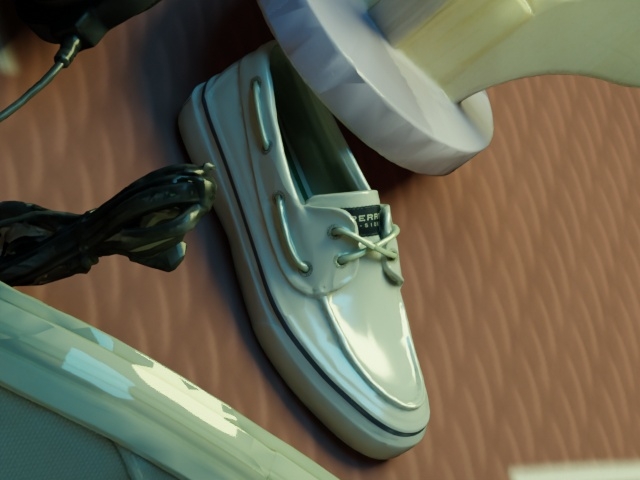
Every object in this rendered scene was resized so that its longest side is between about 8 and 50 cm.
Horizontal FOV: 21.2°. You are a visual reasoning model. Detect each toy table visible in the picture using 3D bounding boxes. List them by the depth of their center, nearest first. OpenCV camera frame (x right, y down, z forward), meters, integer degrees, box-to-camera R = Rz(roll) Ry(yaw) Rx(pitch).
[{"bbox_3d":[0.085,-0.151,0.980,0.252,0.161,0.274,50,18,-9],"label":"toy table"}]

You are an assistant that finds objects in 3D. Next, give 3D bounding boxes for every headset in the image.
[{"bbox_3d":[-0.125,-0.174,0.787,0.243,0.185,0.394,15,68,-51],"label":"headset"}]

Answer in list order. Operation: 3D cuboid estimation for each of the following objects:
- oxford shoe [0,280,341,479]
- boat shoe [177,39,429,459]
[{"bbox_3d":[0.002,0.170,0.687,0.449,0.169,0.130,36,77,-31],"label":"oxford shoe"},{"bbox_3d":[0.000,0.000,0.875,0.083,0.076,0.226,-12,67,-52],"label":"boat shoe"}]
